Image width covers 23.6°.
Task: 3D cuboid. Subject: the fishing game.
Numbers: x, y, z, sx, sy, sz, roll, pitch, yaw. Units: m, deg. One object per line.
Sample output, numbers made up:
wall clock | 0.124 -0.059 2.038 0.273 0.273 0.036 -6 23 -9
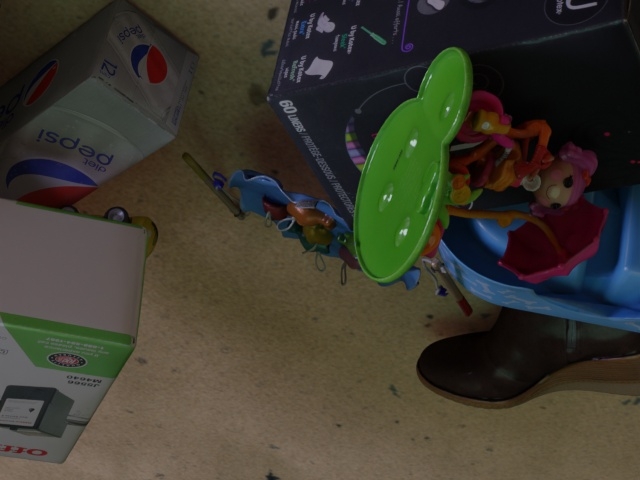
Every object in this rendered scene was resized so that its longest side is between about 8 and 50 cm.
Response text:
fishing game | 0.000 0.000 1.306 0.264 0.041 0.189 24 168 23

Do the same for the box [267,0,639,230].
box | 0.121 -0.126 1.136 0.270 0.143 0.165 -10 138 25

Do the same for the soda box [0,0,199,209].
soda box | -0.233 -0.088 1.316 0.091 0.098 0.286 36 136 -28

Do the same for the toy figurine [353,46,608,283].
toy figurine | 0.130 -0.037 1.065 0.159 0.130 0.173 13 118 -22

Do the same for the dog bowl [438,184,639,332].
dog bowl | 0.229 -0.008 1.252 0.297 0.166 0.074 11 154 0

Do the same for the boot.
boot | 0.195 0.056 1.422 0.248 0.090 0.207 -2 128 19

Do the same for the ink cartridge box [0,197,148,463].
ink cartridge box | -0.274 0.078 1.273 0.198 0.115 0.273 11 149 -16

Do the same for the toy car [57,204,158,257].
toy car | -0.287 -0.002 1.304 0.239 0.053 0.225 -18 145 28
